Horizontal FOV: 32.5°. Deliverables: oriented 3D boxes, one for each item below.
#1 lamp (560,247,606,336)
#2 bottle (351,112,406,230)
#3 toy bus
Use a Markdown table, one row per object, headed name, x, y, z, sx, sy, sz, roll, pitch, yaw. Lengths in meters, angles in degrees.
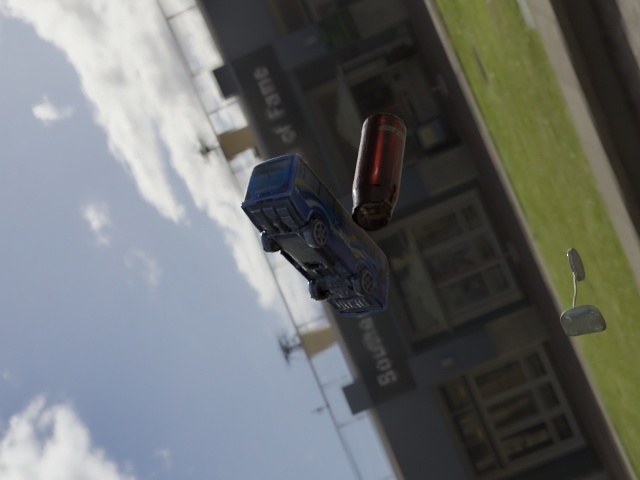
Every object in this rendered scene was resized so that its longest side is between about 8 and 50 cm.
| name | x | y | z | sx | sy | sz | roll | pitch | yaw |
| --- | --- | --- | --- | --- | --- | --- | --- | --- | --- |
| lamp | 0.366 | 0.066 | 1.519 | 0.050 | 0.056 | 0.198 | 59 | -154 | -19 |
| bottle | 0.068 | -0.080 | 1.318 | 0.164 | 0.060 | 0.060 | -79 | -29 | -44 |
| toy bus | 0.003 | -0.002 | 1.292 | 0.236 | 0.079 | 0.094 | 47 | -133 | -42 |
